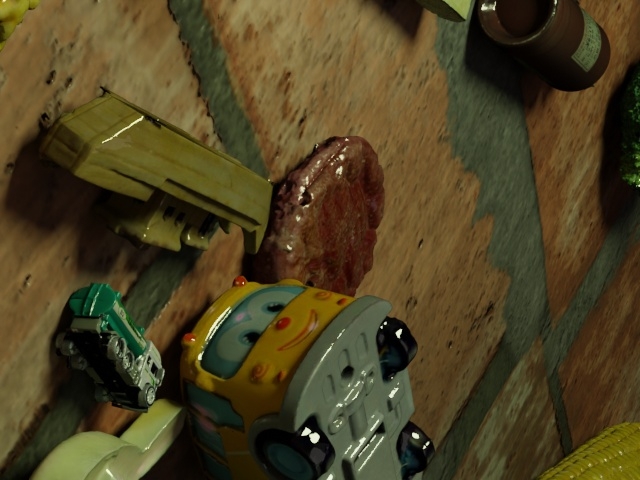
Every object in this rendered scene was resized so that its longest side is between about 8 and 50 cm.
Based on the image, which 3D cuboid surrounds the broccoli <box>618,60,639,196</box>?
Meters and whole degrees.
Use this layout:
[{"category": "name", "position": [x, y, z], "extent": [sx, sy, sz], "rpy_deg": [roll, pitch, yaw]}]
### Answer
[{"category": "broccoli", "position": [0.391, -0.131, 1.573], "extent": [0.195, 0.156, 0.195], "rpy_deg": [-24, 147, -17]}]

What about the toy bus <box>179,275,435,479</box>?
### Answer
[{"category": "toy bus", "position": [-0.016, 0.121, 0.975], "extent": [0.126, 0.136, 0.209], "rpy_deg": [-49, 143, -35]}]

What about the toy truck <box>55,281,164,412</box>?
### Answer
[{"category": "toy truck", "position": [-0.120, 0.063, 0.861], "extent": [0.083, 0.039, 0.044], "rpy_deg": [65, 35, -50]}]

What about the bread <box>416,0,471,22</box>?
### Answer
[{"category": "bread", "position": [0.064, -0.236, 1.035], "extent": [0.193, 0.036, 0.112], "rpy_deg": [22, 80, -59]}]

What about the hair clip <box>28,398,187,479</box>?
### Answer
[{"category": "hair clip", "position": [-0.118, 0.167, 0.888], "extent": [0.159, 0.071, 0.218], "rpy_deg": [-65, 157, -16]}]

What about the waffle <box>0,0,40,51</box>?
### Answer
[{"category": "waffle", "position": [-0.174, -0.153, 0.628], "extent": [0.149, 0.051, 0.194], "rpy_deg": [-61, 150, -25]}]

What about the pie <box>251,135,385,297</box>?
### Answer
[{"category": "pie", "position": [0.000, 0.000, 1.047], "extent": [0.153, 0.038, 0.153], "rpy_deg": [-40, 138, -50]}]

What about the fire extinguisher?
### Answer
[{"category": "fire extinguisher", "position": [0.206, -0.187, 1.292], "extent": [0.231, 0.071, 0.099], "rpy_deg": [13, 65, -63]}]

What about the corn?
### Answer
[{"category": "corn", "position": [0.308, 0.303, 1.670], "extent": [0.387, 0.144, 0.144], "rpy_deg": [-25, 126, -56]}]

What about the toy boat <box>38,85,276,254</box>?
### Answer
[{"category": "toy boat", "position": [-0.088, -0.028, 0.847], "extent": [0.072, 0.064, 0.206], "rpy_deg": [-58, 152, 2]}]
